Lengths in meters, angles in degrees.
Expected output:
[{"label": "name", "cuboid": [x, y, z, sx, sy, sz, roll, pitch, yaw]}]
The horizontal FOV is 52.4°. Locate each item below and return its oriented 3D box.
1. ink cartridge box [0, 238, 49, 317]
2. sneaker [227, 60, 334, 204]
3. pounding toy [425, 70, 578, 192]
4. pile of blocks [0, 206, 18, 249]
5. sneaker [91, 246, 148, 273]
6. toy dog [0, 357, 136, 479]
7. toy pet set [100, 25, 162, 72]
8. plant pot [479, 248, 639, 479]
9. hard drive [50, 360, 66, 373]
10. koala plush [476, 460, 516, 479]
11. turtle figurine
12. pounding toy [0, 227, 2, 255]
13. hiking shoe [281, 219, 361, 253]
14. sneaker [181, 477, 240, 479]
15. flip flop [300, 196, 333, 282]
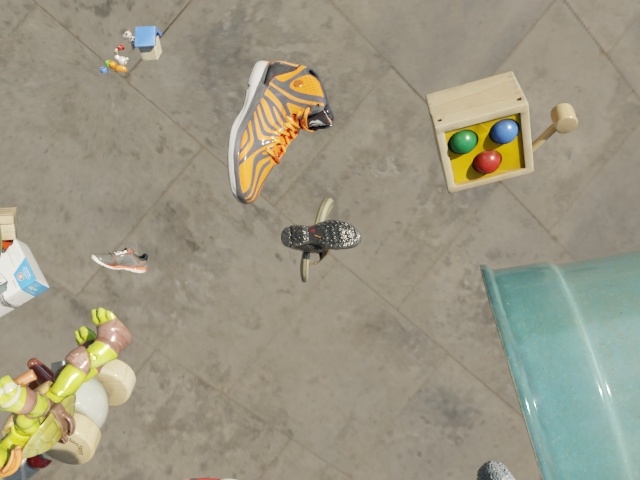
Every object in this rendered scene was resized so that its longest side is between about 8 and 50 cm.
[{"label": "ink cartridge box", "cuboid": [-0.819, 0.107, 1.661, 0.190, 0.082, 0.140, -32, 73, -8]}, {"label": "sneaker", "cuboid": [-0.074, -0.221, 1.316, 0.180, 0.124, 0.321, 8, 77, 14]}, {"label": "pounding toy", "cuboid": [0.275, -0.141, 0.945, 0.206, 0.094, 0.181, -14, 135, 10]}, {"label": "pile of blocks", "cuboid": [-0.897, 0.002, 1.545, 0.362, 0.149, 0.113, -13, 110, -40]}, {"label": "sneaker", "cuboid": [-0.536, 0.043, 1.745, 0.157, 0.061, 0.065, 14, 99, -43]}, {"label": "toy dog", "cuboid": [-0.457, 0.289, 1.030, 0.333, 0.220, 0.161, -41, 107, 7]}, {"label": "toy pet set", "cuboid": [-0.389, -0.403, 1.335, 0.114, 0.122, 0.065, -1, 131, 6]}, {"label": "plant pot", "cuboid": [0.401, 0.150, 0.774, 0.334, 0.341, 0.341, -16, 110, 13]}, {"label": "hard drive", "cuboid": [-0.523, 0.312, 1.304, 0.022, 0.094, 0.135, 7, 74, -35]}, {"label": "koala plush", "cuboid": [0.362, 0.587, 1.247, 0.203, 0.221, 0.196, 37, 103, -8]}, {"label": "turtle figurine", "cuboid": [-0.295, 0.174, 0.702, 0.087, 0.217, 0.269, 33, 137, 1]}, {"label": "pounding toy", "cuboid": [-0.389, -0.022, 0.529, 0.182, 0.110, 0.237, -20, 110, 15]}, {"label": "hiking shoe", "cuboid": [0.005, -0.008, 1.858, 0.226, 0.114, 0.086, 2, 80, 5]}, {"label": "sneaker", "cuboid": [-0.106, 0.239, 0.516, 0.090, 0.270, 0.145, -44, 124, -39]}, {"label": "flip flop", "cuboid": [0.000, 0.000, 1.996, 0.080, 0.112, 0.277, 21, 71, 0]}]
